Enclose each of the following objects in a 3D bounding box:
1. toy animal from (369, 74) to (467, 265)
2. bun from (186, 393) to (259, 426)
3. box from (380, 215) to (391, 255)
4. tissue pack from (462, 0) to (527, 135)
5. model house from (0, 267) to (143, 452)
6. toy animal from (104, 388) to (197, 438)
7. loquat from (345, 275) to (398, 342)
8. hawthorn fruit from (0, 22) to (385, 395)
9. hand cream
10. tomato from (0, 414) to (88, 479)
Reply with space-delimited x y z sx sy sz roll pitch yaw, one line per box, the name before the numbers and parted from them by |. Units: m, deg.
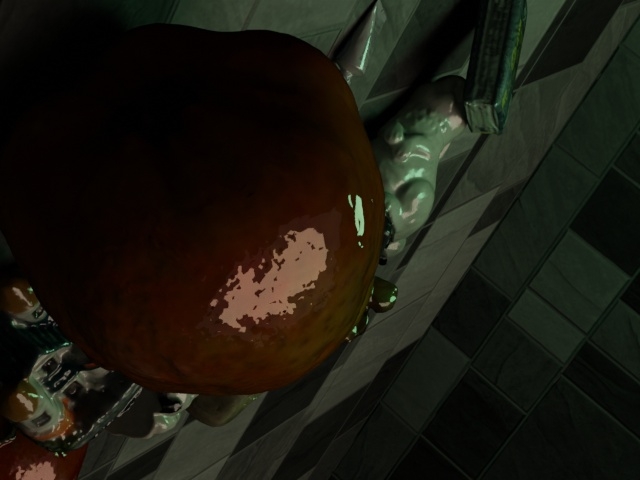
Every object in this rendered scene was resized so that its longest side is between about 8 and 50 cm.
toy animal | 0.171 -0.157 2.481 0.357 0.194 0.258 -51 155 -22
bun | -0.166 0.192 2.315 0.281 0.205 0.281 -42 171 -8
box | 0.000 0.000 2.339 0.160 0.230 0.050 113 -17 -46
tissue pack | 0.329 -0.344 2.411 0.185 0.081 0.257 52 48 -73
model house | -0.355 0.130 1.744 0.271 0.190 0.301 -44 162 -10
toy animal | -0.267 0.185 1.989 0.156 0.204 0.208 -24 112 -60
loquat | -0.043 0.058 2.082 0.328 0.360 0.328 -167 -90 -76
hawthorn fruit | -0.146 -0.015 1.512 0.472 0.472 0.471 -44 162 -18
hand cream | 0.065 -0.316 2.088 0.142 0.053 0.084 -63 165 -7
tomato | -0.455 0.348 1.991 0.309 0.170 0.309 -37 153 -22
